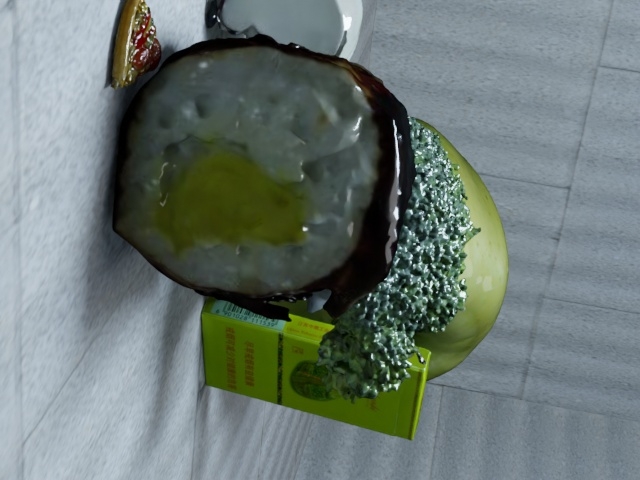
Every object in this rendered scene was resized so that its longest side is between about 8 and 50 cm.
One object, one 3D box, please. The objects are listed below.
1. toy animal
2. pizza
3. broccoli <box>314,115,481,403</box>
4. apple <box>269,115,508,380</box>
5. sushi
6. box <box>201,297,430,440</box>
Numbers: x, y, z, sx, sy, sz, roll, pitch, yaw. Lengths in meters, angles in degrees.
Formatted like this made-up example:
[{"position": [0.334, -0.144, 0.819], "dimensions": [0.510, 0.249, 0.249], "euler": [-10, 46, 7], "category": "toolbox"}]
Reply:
[{"position": [-0.024, -0.310, 1.554], "dimensions": [0.310, 0.183, 0.247], "euler": [-63, 162, -70], "category": "toy animal"}, {"position": [-0.170, -0.196, 1.122], "dimensions": [0.100, 0.029, 0.099], "euler": [-64, 162, -69], "category": "pizza"}, {"position": [0.026, -0.024, 1.597], "dimensions": [0.353, 0.275, 0.397], "euler": [-44, -152, -11], "category": "broccoli"}, {"position": [0.084, 0.013, 1.963], "dimensions": [0.473, 0.474, 0.473], "euler": [10, 90, -84], "category": "apple"}, {"position": [-0.041, -0.071, 1.267], "dimensions": [0.281, 0.299, 0.294], "euler": [-61, 177, 8], "category": "sushi"}, {"position": [-0.011, 0.190, 1.763], "dimensions": [0.187, 0.335, 0.047], "euler": [93, 15, -48], "category": "box"}]
